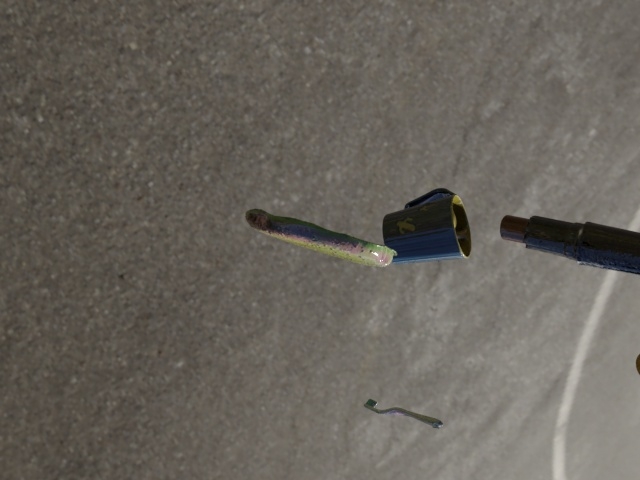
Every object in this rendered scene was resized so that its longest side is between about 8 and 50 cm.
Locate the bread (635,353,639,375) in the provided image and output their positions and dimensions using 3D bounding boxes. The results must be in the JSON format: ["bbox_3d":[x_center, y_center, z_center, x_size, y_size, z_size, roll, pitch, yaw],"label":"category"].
[{"bbox_3d":[0.604,0.193,1.519,0.239,0.074,0.092,3,136,-43],"label":"bread"}]

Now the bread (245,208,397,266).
[{"bbox_3d":[0.000,0.000,1.343,0.228,0.229,0.033,23,83,-54],"label":"bread"}]

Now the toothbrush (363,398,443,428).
[{"bbox_3d":[0.132,0.285,1.540,0.017,0.204,0.022,40,71,-25],"label":"toothbrush"}]

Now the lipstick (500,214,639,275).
[{"bbox_3d":[0.465,0.003,1.692,0.081,0.300,0.081,-27,124,-52],"label":"lipstick"}]

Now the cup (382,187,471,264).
[{"bbox_3d":[0.218,-0.030,1.935,0.155,0.176,0.131,-12,133,21],"label":"cup"}]
